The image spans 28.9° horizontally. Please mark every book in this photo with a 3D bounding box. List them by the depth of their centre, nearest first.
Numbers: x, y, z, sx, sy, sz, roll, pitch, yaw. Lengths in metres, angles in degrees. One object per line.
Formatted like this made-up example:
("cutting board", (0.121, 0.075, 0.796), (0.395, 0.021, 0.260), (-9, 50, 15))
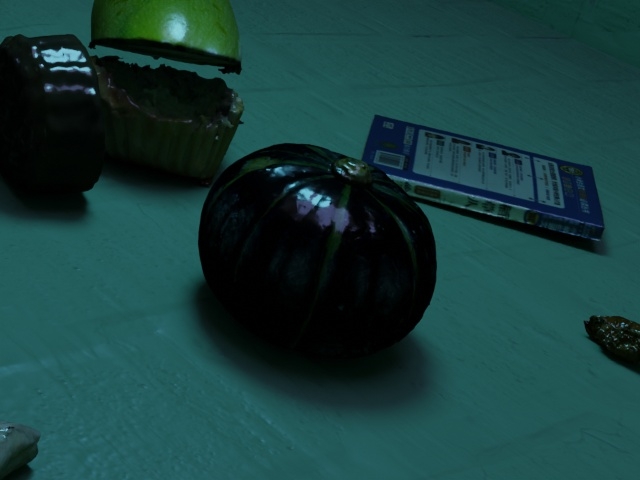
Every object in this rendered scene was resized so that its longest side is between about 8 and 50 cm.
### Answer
("book", (0.285, -0.118, 2.206), (0.427, 0.039, 0.300), (14, 24, 2))

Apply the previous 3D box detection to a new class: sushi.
("sushi", (0.417, 0.138, 1.724), (0.060, 0.062, 0.118), (-14, 16, -36))

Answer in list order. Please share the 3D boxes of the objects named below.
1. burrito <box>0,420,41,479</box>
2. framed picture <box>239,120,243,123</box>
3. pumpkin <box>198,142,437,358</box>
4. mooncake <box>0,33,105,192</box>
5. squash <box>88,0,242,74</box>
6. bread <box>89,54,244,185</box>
("burrito", (-0.325, 0.217, 1.052), (0.082, 0.059, 0.275), (8, 19, 19))
("framed picture", (-0.265, -0.243, 2.205), (0.195, 0.010, 0.199), (32, 28, 34))
("pumpkin", (0.000, 0.000, 1.535), (0.315, 0.239, 0.315), (18, 22, -8))
("mooncake", (-0.384, -0.174, 1.709), (0.124, 0.228, 0.228), (-8, 32, -28))
("squash", (-0.229, -0.302, 1.909), (0.233, 0.210, 0.309), (10, 34, -18))
("bread", (-0.258, -0.195, 1.926), (0.274, 0.149, 0.274), (16, 17, -5))
